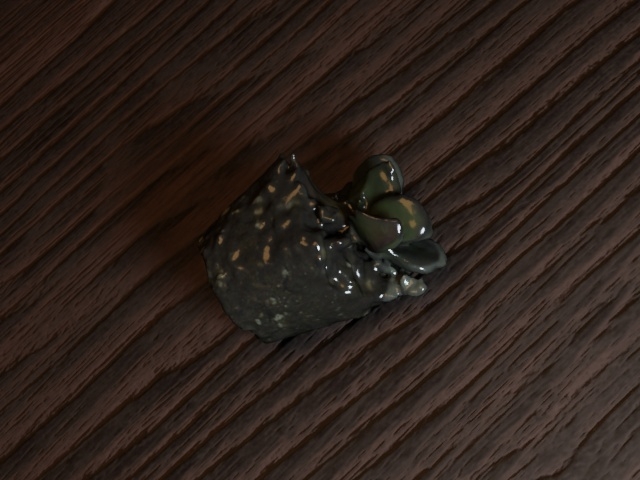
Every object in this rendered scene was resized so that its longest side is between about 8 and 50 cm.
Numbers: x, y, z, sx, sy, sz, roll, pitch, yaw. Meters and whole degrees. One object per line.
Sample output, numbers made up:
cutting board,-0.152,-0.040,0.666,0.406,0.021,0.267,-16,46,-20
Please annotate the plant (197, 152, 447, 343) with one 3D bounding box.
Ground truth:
plant,0.000,0.000,1.676,0.276,0.188,0.199,-27,53,10
